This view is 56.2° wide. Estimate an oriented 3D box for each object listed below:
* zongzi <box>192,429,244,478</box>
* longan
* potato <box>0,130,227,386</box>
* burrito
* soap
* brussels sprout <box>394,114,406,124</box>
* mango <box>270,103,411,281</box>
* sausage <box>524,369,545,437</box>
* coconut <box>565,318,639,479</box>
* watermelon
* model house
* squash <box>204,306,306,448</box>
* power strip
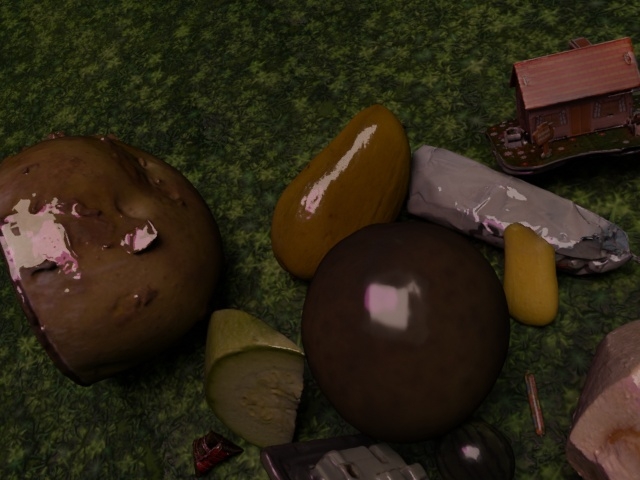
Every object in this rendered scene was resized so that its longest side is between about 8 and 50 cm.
[{"bbox_3d":[-0.176,0.330,0.968,0.083,0.073,0.067,-20,37,5],"label":"zongzi"},{"bbox_3d":[0.120,0.123,0.867,0.319,0.319,0.319,-8,57,13],"label":"longan"},{"bbox_3d":[-0.348,-0.008,1.054,0.319,0.385,0.442,-25,65,-15],"label":"potato"},{"bbox_3d":[0.325,-0.041,1.011,0.445,0.101,0.139,29,68,30],"label":"burrito"},{"bbox_3d":[0.327,0.053,0.935,0.089,0.168,0.033,7,18,35],"label":"soap"},{"bbox_3d":[0.125,-0.227,1.222,0.085,0.058,0.085,-10,69,27],"label":"brussels sprout"},{"bbox_3d":[0.047,-0.066,1.059,0.331,0.195,0.142,-47,21,1],"label":"mango"},{"bbox_3d":[0.318,0.241,0.891,0.015,0.015,0.100,-9,57,13],"label":"sausage"},{"bbox_3d":[0.452,0.226,0.692,0.297,0.297,0.309,-35,55,-5],"label":"coconut"},{"bbox_3d":[0.221,0.311,0.828,0.105,0.105,0.133,-35,64,-5],"label":"watermelon"},{"bbox_3d":[0.437,-0.243,1.025,0.294,0.154,0.207,-11,30,10],"label":"model house"},{"bbox_3d":[-0.111,0.192,0.957,0.204,0.237,0.155,15,32,6],"label":"squash"},{"bbox_3d":[0.077,0.345,0.766,0.092,0.257,0.251,-47,56,20],"label":"power strip"}]
